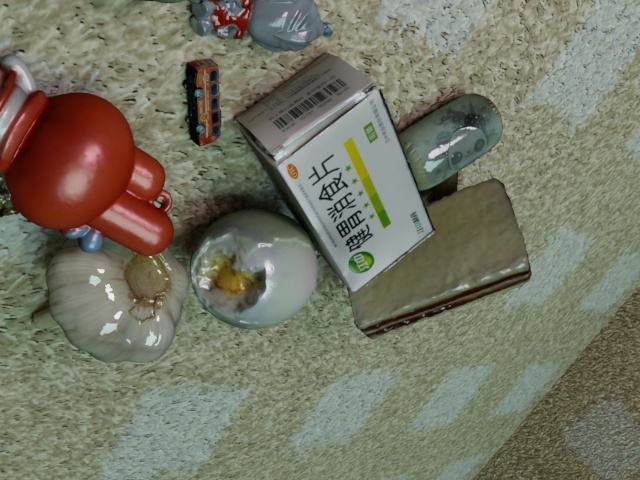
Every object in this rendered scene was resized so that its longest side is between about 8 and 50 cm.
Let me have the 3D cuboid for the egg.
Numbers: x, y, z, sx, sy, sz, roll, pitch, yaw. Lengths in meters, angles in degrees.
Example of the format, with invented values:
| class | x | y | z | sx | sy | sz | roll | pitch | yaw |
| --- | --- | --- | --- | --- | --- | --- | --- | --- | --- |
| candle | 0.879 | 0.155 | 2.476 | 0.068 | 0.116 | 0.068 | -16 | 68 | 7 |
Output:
| class | x | y | z | sx | sy | sz | roll | pitch | yaw |
| --- | --- | --- | --- | --- | --- | --- | --- | --- | --- |
| egg | -0.090 | 0.039 | 0.944 | 0.183 | 0.183 | 0.217 | -59 | 165 | 21 |

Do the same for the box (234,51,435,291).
| class | x | y | z | sx | sy | sz | roll | pitch | yaw |
| --- | --- | --- | --- | --- | --- | --- | --- | --- | --- |
| box | 0.030 | -0.094 | 0.932 | 0.173 | 0.145 | 0.333 | -38 | 137 | -6 |

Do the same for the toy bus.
| class | x | y | z | sx | sy | sz | roll | pitch | yaw |
| --- | --- | --- | --- | --- | --- | --- | --- | --- | --- |
| toy bus | -0.151 | -0.178 | 0.808 | 0.043 | 0.031 | 0.110 | -24 | 139 | -31 |

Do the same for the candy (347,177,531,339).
| class | x | y | z | sx | sy | sz | roll | pitch | yaw |
| --- | --- | --- | --- | --- | --- | --- | --- | --- | --- |
| candy | 0.198 | 0.037 | 1.107 | 0.320 | 0.180 | 0.135 | -22 | 156 | 10 |

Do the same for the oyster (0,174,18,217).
| class | x | y | z | sx | sy | sz | roll | pitch | yaw |
| --- | --- | --- | --- | --- | --- | --- | --- | --- | --- |
| oyster | -0.343 | -0.061 | 0.755 | 0.132 | 0.029 | 0.086 | -49 | 140 | 0 |

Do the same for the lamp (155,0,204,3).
| class | x | y | z | sx | sy | sz | roll | pitch | yaw |
| --- | --- | --- | --- | --- | --- | --- | --- | --- | --- |
| lamp | -0.169 | -0.324 | 0.551 | 0.197 | 0.198 | 0.244 | -39 | 165 | -4 |

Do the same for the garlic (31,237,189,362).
| class | x | y | z | sx | sy | sz | roll | pitch | yaw |
| --- | --- | --- | --- | --- | --- | --- | --- | --- | --- |
| garlic | -0.305 | 0.086 | 0.851 | 0.225 | 0.199 | 0.199 | -22 | 150 | 28 |

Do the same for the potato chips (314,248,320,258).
| class | x | y | z | sx | sy | sz | roll | pitch | yaw |
| --- | --- | --- | --- | --- | --- | --- | --- | --- | --- |
| potato chips | 0.000 | 0.000 | 1.109 | 0.037 | 0.026 | 0.204 | 28 | 106 | -43 |

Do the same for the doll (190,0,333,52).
| class | x | y | z | sx | sy | sz | roll | pitch | yaw |
| --- | --- | --- | --- | --- | --- | --- | --- | --- | --- |
| doll | -0.068 | -0.270 | 0.761 | 0.180 | 0.079 | 0.094 | -3 | 144 | -23 |

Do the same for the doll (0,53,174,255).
| class | x | y | z | sx | sy | sz | roll | pitch | yaw |
| --- | --- | --- | --- | --- | --- | --- | --- | --- | --- |
| doll | -0.278 | -0.087 | 0.693 | 0.290 | 0.129 | 0.161 | 34 | 72 | -35 |

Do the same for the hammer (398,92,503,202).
| class | x | y | z | sx | sy | sz | roll | pitch | yaw |
| --- | --- | --- | --- | --- | --- | --- | --- | --- | --- |
| hammer | 0.228 | -0.119 | 1.145 | 0.201 | 0.113 | 0.305 | -30 | 149 | -10 |
